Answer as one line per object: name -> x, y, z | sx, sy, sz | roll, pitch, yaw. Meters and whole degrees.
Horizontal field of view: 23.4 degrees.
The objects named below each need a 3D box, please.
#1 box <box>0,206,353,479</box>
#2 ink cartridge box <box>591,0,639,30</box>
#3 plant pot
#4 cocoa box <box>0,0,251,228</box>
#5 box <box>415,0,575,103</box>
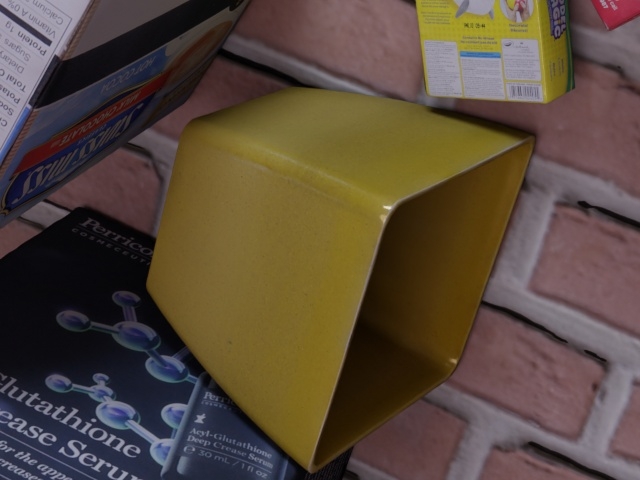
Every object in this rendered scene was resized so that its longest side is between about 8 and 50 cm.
box -> -0.167, 0.181, 1.126 | 0.293, 0.395, 0.212 | 24, 117, 11
ink cartridge box -> 0.234, -0.235, 0.946 | 0.176, 0.127, 0.128 | -26, 98, 30
plant pot -> 0.000, 0.000, 1.106 | 0.187, 0.212, 0.212 | 29, 120, 23
cocoa box -> -0.196, -0.188, 1.016 | 0.231, 0.347, 0.228 | 37, 120, 4
box -> 0.113, -0.186, 1.052 | 0.105, 0.043, 0.179 | 9, 117, 39
